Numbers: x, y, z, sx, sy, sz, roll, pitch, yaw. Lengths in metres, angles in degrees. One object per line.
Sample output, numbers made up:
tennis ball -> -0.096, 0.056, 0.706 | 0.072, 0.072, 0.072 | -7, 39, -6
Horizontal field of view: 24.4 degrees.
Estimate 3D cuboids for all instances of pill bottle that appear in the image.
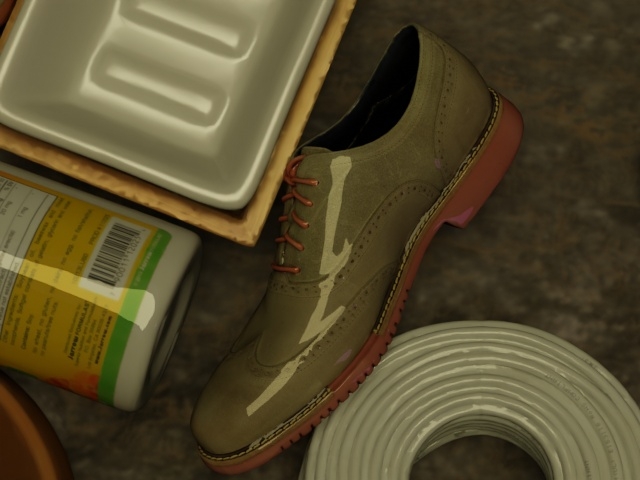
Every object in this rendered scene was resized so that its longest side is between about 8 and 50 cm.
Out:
pill bottle -> -0.219, 0.018, 1.050 | 0.246, 0.136, 0.136 | 20, 80, 3

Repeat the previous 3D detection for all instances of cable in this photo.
cable -> 0.108, 0.180, 1.027 | 0.257, 0.089, 0.257 | 13, 67, 10

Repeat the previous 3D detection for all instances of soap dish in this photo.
soap dish -> -0.099, -0.163, 1.094 | 0.229, 0.118, 0.290 | 21, 81, 3

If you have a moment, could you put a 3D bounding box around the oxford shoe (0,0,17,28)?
oxford shoe -> -0.263, -0.328, 1.086 | 0.130, 0.132, 0.363 | -3, 64, -13

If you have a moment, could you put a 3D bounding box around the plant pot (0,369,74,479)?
plant pot -> -0.317, 0.197, 0.984 | 0.291, 0.203, 0.290 | 0, 80, -2

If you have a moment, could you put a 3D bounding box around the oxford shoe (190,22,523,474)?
oxford shoe -> 0.000, 0.000, 1.045 | 0.130, 0.123, 0.348 | 45, 70, -31
